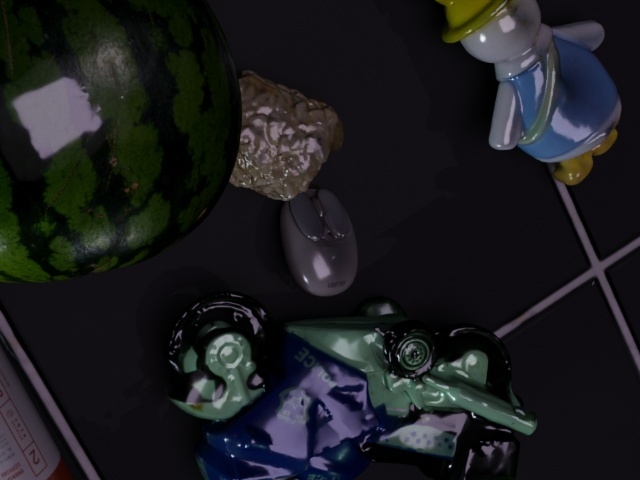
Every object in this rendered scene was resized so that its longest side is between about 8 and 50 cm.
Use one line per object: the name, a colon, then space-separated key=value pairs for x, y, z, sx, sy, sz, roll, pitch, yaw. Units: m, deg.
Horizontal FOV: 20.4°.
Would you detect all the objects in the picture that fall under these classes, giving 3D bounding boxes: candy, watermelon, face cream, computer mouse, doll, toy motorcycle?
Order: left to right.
face cream: x=-0.262 y=0.174 z=1.429 sx=0.096 sy=0.096 sz=0.214 roll=-31 pitch=111 yaw=-14
watermelon: x=-0.206 y=-0.102 z=1.290 sx=0.285 sy=0.285 sz=0.285 roll=-5 pitch=103 yaw=-22
candy: x=-0.042 y=-0.084 z=1.481 sx=0.110 sy=0.085 sz=0.095 roll=30 pitch=80 yaw=-14
computer mouse: x=0.001 y=0.000 z=1.516 sx=0.066 sy=0.039 sz=0.096 roll=-5 pitch=81 yaw=-28
toy motorcycle: x=0.018 y=0.149 z=1.533 sx=0.331 sy=0.125 sz=0.196 roll=8 pitch=99 yaw=-20
doll: x=0.181 y=-0.155 z=1.545 sx=0.135 sy=0.098 sz=0.241 roll=-36 pitch=113 yaw=13
